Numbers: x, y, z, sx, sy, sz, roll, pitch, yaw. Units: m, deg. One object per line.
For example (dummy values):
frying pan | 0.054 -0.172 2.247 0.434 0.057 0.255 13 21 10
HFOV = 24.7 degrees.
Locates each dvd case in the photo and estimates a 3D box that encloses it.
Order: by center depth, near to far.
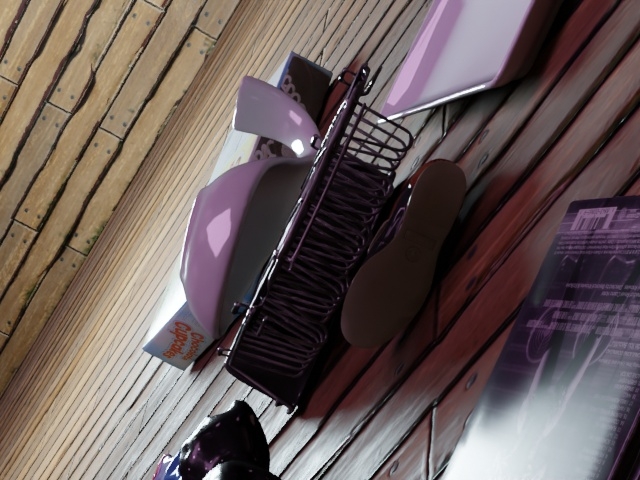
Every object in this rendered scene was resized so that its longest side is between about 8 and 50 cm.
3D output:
dvd case | 0.110 0.079 0.665 0.221 0.018 0.164 -63 14 -8

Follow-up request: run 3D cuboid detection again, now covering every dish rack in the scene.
dish rack | 0.000 0.000 1.023 0.271 0.074 0.208 117 176 -74

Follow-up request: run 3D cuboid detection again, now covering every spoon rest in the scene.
spoon rest | -0.050 -0.034 1.149 0.276 0.084 0.137 -79 1 -53

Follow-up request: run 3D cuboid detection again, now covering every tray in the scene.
tray | 0.120 -0.157 1.087 0.145 0.030 0.270 -63 12 -7

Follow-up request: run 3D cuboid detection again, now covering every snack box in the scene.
snack box | -0.089 -0.034 1.591 0.187 0.060 0.322 -46 21 53

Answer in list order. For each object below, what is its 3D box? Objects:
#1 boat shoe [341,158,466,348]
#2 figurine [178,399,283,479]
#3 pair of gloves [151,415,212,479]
boat shoe | 0.055 0.008 0.963 0.137 0.049 0.043 -63 6 1
figurine | -0.079 0.221 0.912 0.215 0.092 0.209 -61 18 7
pair of gloves | -0.136 0.249 1.283 0.159 0.023 0.198 -27 38 66
